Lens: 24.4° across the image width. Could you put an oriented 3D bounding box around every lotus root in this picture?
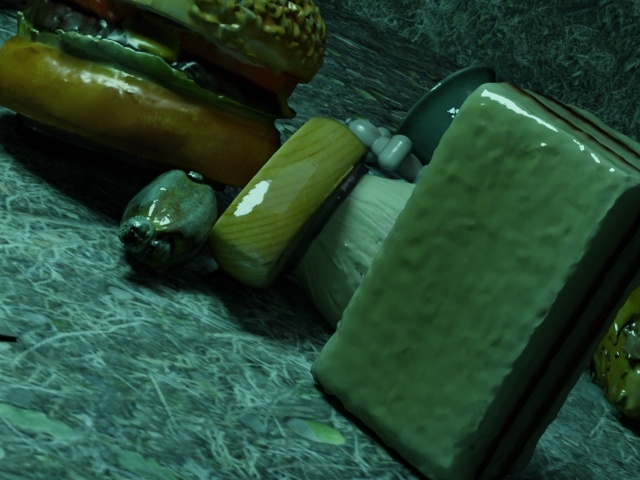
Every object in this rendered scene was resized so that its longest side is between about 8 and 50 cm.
[{"bbox_3d":[-0.142,-0.014,1.371,0.088,0.088,0.165,27,22,0],"label":"lotus root"}]

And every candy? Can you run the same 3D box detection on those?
[{"bbox_3d":[0.145,0.039,1.227,0.179,0.321,0.135,41,24,31],"label":"candy"}]

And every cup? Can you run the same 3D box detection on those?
[{"bbox_3d":[0.236,-0.155,2.320,0.150,0.199,0.199,53,24,20],"label":"cup"}]

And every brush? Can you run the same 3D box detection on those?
[{"bbox_3d":[0.000,0.000,1.422,0.166,0.174,0.266,38,26,5],"label":"brush"}]

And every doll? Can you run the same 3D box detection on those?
[{"bbox_3d":[0.108,-0.121,2.142,0.161,0.059,0.160,37,-1,-24],"label":"doll"}]

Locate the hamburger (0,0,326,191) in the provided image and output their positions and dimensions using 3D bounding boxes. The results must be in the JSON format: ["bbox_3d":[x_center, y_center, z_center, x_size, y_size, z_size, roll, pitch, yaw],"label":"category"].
[{"bbox_3d":[-0.161,-0.200,1.527,0.330,0.250,0.330,18,2,-1],"label":"hamburger"}]

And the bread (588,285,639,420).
[{"bbox_3d":[0.405,0.029,1.662,0.167,0.324,0.277,30,14,0],"label":"bread"}]

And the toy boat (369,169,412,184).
[{"bbox_3d":[0.079,-0.078,2.058,0.105,0.034,0.149,10,10,-39],"label":"toy boat"}]

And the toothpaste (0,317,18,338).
[{"bbox_3d":[-0.334,-0.023,1.143,0.301,0.048,0.075,46,-4,34],"label":"toothpaste"}]
